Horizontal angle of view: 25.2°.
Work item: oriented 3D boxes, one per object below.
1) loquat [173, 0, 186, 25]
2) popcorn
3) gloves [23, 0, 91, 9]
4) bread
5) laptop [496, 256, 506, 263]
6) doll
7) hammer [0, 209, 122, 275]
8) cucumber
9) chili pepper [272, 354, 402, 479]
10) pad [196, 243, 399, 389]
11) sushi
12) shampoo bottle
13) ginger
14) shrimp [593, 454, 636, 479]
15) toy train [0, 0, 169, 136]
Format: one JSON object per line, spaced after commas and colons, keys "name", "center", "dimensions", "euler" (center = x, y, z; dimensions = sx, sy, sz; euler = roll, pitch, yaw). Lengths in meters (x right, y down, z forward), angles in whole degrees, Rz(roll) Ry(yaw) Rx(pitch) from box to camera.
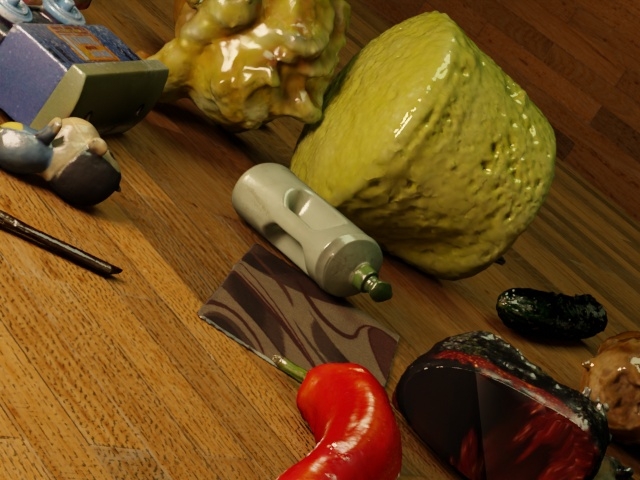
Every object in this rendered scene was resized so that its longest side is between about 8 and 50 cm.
{"name": "loquat", "center": [-0.134, -0.369, 2.390], "dimensions": [0.235, 0.235, 0.235], "euler": [30, 15, -9]}
{"name": "popcorn", "center": [-0.094, -0.276, 2.059], "dimensions": [0.290, 0.326, 0.321], "euler": [21, 42, 24]}
{"name": "gloves", "center": [-0.430, -0.351, 1.970], "dimensions": [0.241, 0.126, 0.145], "euler": [-15, 67, -40]}
{"name": "bread", "center": [0.152, -0.125, 2.048], "dimensions": [0.307, 0.348, 0.348], "euler": [36, 14, -17]}
{"name": "laptop", "center": [0.231, -0.024, 2.464], "dimensions": [0.129, 0.016, 0.180], "euler": [17, 23, -43]}
{"name": "doll", "center": [-0.289, -0.097, 1.531], "dimensions": [0.179, 0.102, 0.089], "euler": [31, 58, -21]}
{"name": "hammer", "center": [-0.270, -0.001, 1.385], "dimensions": [0.178, 0.021, 0.065], "euler": [29, 16, -24]}
{"name": "cucumber", "center": [0.351, 0.113, 2.169], "dimensions": [0.081, 0.072, 0.303], "euler": [43, 19, 27]}
{"name": "chili pepper", "center": [0.008, 0.175, 1.269], "dimensions": [0.137, 0.092, 0.368], "euler": [21, 13, -2]}
{"name": "pad", "center": [-0.014, 0.096, 1.617], "dimensions": [0.220, 0.004, 0.330], "euler": [33, 15, -1]}
{"name": "sushi", "center": [0.189, 0.188, 1.504], "dimensions": [0.225, 0.136, 0.126], "euler": [29, 11, 12]}
{"name": "shampoo bottle", "center": [0.000, 0.000, 1.768], "dimensions": [0.234, 0.087, 0.118], "euler": [40, 8, 34]}
{"name": "ginger", "center": [0.501, 0.245, 1.926], "dimensions": [0.357, 0.152, 0.274], "euler": [33, 8, 5]}
{"name": "shrimp", "center": [0.257, 0.222, 1.688], "dimensions": [0.262, 0.051, 0.198], "euler": [18, 20, -35]}
{"name": "toy train", "center": [-0.325, -0.212, 1.740], "dimensions": [0.202, 0.131, 0.299], "euler": [42, 17, 6]}
